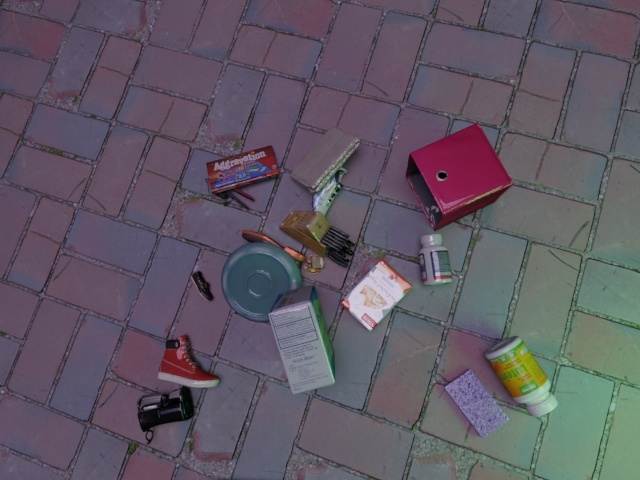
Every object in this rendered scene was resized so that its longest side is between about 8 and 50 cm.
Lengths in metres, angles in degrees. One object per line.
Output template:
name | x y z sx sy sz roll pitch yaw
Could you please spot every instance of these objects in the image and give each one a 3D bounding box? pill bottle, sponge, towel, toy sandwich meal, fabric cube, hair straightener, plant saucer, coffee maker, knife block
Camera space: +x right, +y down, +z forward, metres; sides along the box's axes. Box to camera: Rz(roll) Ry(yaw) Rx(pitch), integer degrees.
pill bottle | 0.419 0.072 1.651 0.108 0.108 0.180 -6 79 6
sponge | 0.548 0.573 1.584 0.117 0.031 0.210 -36 77 0
towel | 0.018 -0.318 1.754 0.282 0.049 0.187 -48 44 -4
toy sandwich meal | -0.025 0.091 1.743 0.086 0.029 0.085 -1 80 7
fabric cube | 0.485 -0.220 1.618 0.258 0.259 0.254 -24 77 2
hair straightener | -0.385 -0.187 1.829 0.230 0.047 0.089 30 85 11
plant saucer | -0.230 0.165 1.703 0.318 0.044 0.317 1 98 6
pill bottle | 0.689 0.464 1.531 0.136 0.136 0.245 -32 78 1
coffee maker | -0.573 0.648 1.683 0.178 0.120 0.171 -13 102 6
knife block | 0.000 0.000 1.729 0.276 0.242 0.088 5 50 50

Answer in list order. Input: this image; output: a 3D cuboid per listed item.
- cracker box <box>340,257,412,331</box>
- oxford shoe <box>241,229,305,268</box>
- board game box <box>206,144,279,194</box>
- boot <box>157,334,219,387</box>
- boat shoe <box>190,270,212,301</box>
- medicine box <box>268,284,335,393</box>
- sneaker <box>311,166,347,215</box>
cracker box | 0.208 0.204 1.675 0.156 0.067 0.232 42 88 13
oxford shoe | -0.199 0.042 1.743 0.271 0.097 0.098 26 90 11
board game box | -0.318 -0.290 1.826 0.281 0.027 0.145 -16 65 0
boot | -0.492 0.457 1.711 0.244 0.088 0.176 9 80 12
boat shoe | -0.463 0.180 1.773 0.042 0.049 0.133 -38 73 8
medicine box | -0.057 0.331 1.552 0.149 0.263 0.289 -15 95 3
sneaker | 0.034 -0.191 1.754 0.086 0.085 0.237 14 80 34
